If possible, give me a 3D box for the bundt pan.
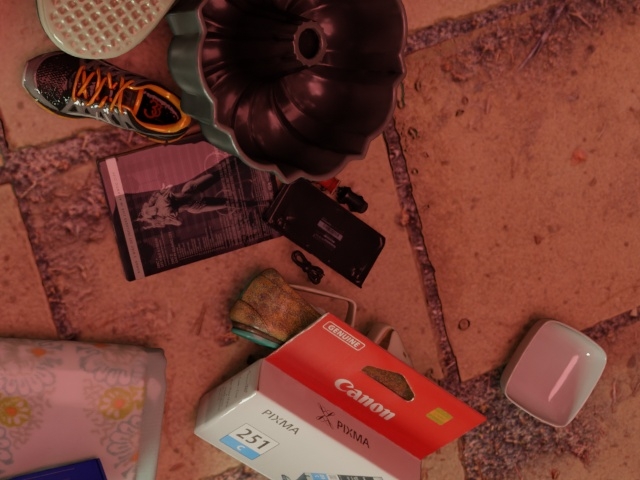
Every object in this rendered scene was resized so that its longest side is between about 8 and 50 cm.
[{"bbox_3d":[-0.051,-0.235,1.461,0.331,0.124,0.331,-7,101,-41],"label":"bundt pan"}]

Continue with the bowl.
[{"bbox_3d":[0.337,0.189,1.791,0.142,0.053,0.142,31,92,-24],"label":"bowl"}]

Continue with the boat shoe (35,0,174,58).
[{"bbox_3d":[-0.212,-0.448,1.344,0.186,0.156,0.500,8,98,-24],"label":"boat shoe"}]

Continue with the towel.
[{"bbox_3d":[-0.372,0.305,1.537,0.320,0.090,0.374,4,102,-22],"label":"towel"}]

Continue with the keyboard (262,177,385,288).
[{"bbox_3d":[0.000,0.000,1.622,0.180,0.023,0.108,35,80,-29],"label":"keyboard"}]

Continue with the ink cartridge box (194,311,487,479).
[{"bbox_3d":[0.027,0.247,1.608,0.296,0.066,0.261,35,128,-25],"label":"ink cartridge box"}]

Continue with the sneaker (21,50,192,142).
[{"bbox_3d":[-0.248,-0.175,1.454,0.215,0.083,0.084,14,89,-22],"label":"sneaker"}]

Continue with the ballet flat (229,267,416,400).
[{"bbox_3d":[0.039,0.143,1.640,0.348,0.123,0.123,31,92,-24],"label":"ballet flat"}]

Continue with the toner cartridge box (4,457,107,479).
[{"bbox_3d":[-0.410,0.355,1.404,0.347,0.165,0.075,-11,106,-15],"label":"toner cartridge box"}]

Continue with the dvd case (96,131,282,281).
[{"bbox_3d":[-0.162,-0.054,1.560,0.221,0.018,0.164,-17,110,-17],"label":"dvd case"}]

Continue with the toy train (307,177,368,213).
[{"bbox_3d":[0.001,-0.081,1.604,0.158,0.036,0.027,34,90,-24],"label":"toy train"}]
